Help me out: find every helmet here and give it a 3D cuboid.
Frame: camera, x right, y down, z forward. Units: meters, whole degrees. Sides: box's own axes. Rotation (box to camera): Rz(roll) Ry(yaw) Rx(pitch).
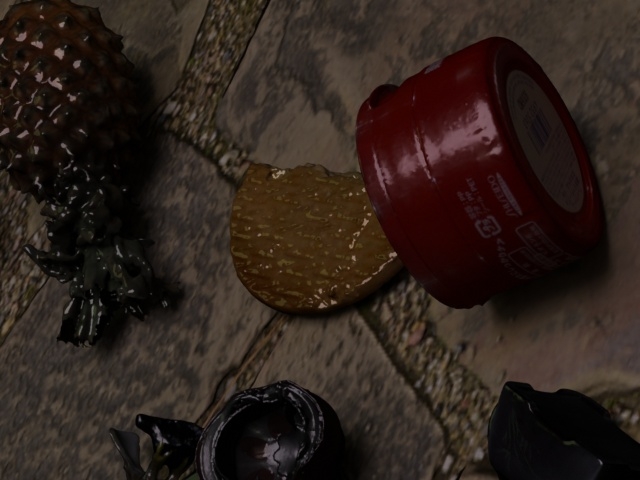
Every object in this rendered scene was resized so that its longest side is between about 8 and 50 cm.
[{"bbox_3d":[-0.032,0.168,1.579,0.123,0.070,0.098,-26,58,31],"label":"helmet"}]

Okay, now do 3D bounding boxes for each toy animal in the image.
[{"bbox_3d":[-0.132,0.227,1.642,0.105,0.070,0.202,-34,52,31],"label":"toy animal"}]

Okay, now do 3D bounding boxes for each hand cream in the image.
[{"bbox_3d":[0.126,-0.053,1.538,0.125,0.193,0.193,-24,49,23],"label":"hand cream"}]

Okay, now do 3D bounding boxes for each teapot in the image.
[{"bbox_3d":[0.177,0.173,1.423,0.177,0.087,0.096,40,113,47],"label":"teapot"}]

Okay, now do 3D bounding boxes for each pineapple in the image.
[{"bbox_3d":[-0.230,-0.071,1.882,0.175,0.175,0.361,-35,54,16],"label":"pineapple"}]

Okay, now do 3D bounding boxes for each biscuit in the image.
[{"bbox_3d":[0.001,0.001,1.718,0.224,0.033,0.144,9,70,43],"label":"biscuit"}]

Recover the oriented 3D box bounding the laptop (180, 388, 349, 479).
[{"bbox_3d":[-0.059,0.218,1.630,0.180,0.016,0.129,-37,45,13],"label":"laptop"}]
